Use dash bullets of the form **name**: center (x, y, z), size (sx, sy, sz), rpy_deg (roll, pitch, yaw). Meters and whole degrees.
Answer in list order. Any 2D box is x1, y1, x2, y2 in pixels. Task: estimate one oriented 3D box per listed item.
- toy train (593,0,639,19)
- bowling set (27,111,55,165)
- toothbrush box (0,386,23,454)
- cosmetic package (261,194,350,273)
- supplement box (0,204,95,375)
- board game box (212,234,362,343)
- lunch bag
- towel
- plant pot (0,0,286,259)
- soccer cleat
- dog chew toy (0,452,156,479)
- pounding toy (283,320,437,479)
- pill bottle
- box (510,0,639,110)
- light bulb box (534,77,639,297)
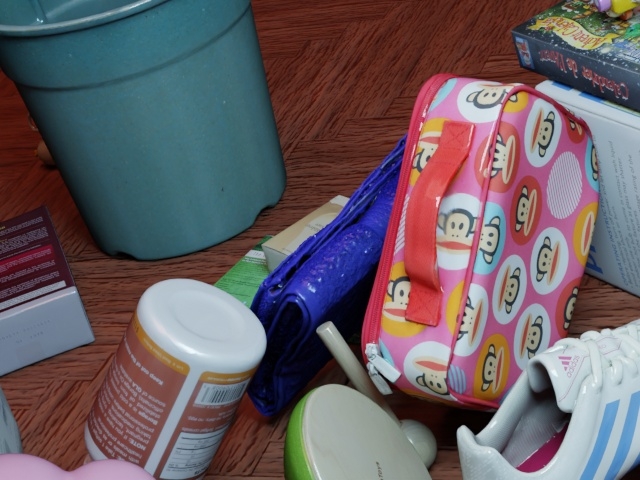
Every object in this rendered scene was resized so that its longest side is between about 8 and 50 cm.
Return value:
- **toy train**: center (0.320, -0.241, 1.676), size (0.125, 0.046, 0.166), rpy_deg (-9, 33, 14)
- **bowling set**: center (-0.237, -0.199, 2.399), size (0.287, 0.154, 0.200), rpy_deg (-2, 13, 28)
- **toothbrush box**: center (-0.439, 0.242, 1.718), size (0.295, 0.126, 0.216), rpy_deg (-20, 29, -3)
- **cosmetic package**: center (0.000, 0.000, 1.931), size (0.115, 0.041, 0.060), rpy_deg (-34, 33, -28)
- **supplement box**: center (-0.347, 0.055, 2.047), size (0.130, 0.073, 0.239), rpy_deg (-20, 30, -7)
- **board game box**: center (0.007, 0.052, 1.909), size (0.259, 0.030, 0.136), rpy_deg (8, 40, 38)
- **lunch bag**: center (0.140, 0.005, 1.585), size (0.120, 0.293, 0.258), rpy_deg (11, -5, 31)
- **towel**: center (0.039, 0.012, 1.719), size (0.076, 0.228, 0.308), rpy_deg (40, 58, 11)
- **plant pot**: center (-0.201, -0.180, 2.108), size (0.341, 0.334, 0.341), rpy_deg (-14, 29, 8)
- **soccer cleat**: center (0.251, 0.122, 1.498), size (0.331, 0.143, 0.116), rpy_deg (-38, 36, -20)
- **dog chew toy**: center (-0.276, 0.274, 1.513), size (0.331, 0.207, 0.206), rpy_deg (-12, 28, -7)
- **pounding toy**: center (0.011, 0.211, 1.522), size (0.110, 0.183, 0.237), rpy_deg (-35, 21, 24)
- **pill bottle**: center (-0.141, 0.151, 1.611), size (0.121, 0.216, 0.121), rpy_deg (21, 28, -12)
- **box**: center (0.313, -0.191, 1.684), size (0.159, 0.044, 0.233), rpy_deg (-30, 31, -20)
- **light bulb box**: center (0.466, -0.088, 1.701), size (0.358, 0.225, 0.361), rpy_deg (-30, 30, -21)
